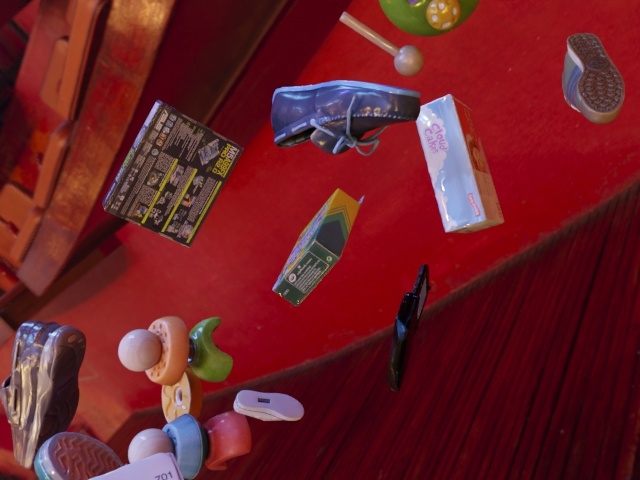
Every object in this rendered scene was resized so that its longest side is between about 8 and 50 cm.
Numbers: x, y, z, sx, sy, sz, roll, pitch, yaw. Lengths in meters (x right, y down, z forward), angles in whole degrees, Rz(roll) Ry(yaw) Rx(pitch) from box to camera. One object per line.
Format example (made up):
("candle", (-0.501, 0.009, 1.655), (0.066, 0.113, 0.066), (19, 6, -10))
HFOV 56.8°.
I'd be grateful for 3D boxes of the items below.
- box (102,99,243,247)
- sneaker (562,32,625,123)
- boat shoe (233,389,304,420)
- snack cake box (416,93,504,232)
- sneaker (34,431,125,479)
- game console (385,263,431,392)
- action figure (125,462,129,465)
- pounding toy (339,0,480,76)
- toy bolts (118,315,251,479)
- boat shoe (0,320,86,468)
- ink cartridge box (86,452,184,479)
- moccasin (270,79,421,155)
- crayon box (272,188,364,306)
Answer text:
("box", (-0.334, -0.147, 1.346), (0.216, 0.270, 0.060), (26, -174, -31))
("sneaker", (0.411, -0.226, 0.900), (0.064, 0.192, 0.086), (-4, 142, 10))
("boat shoe", (-0.074, 0.237, 0.832), (0.100, 0.035, 0.035), (13, 134, -16))
("snack cake box", (0.289, -0.152, 1.230), (0.089, 0.152, 0.264), (-18, 80, 30))
("sneaker", (-0.329, 0.406, 0.881), (0.121, 0.108, 0.302), (-28, 119, 10))
("game console", (0.226, 0.180, 1.449), (0.044, 0.361, 0.213), (13, 127, 14))
("action figure", (-0.378, 0.514, 1.123), (0.141, 0.164, 0.275), (15, 166, 27))
("pounding toy", (0.167, -0.388, 0.956), (0.183, 0.110, 0.237), (32, 119, -20))
("toy bolts", (-0.228, 0.249, 0.874), (0.218, 0.158, 0.228), (-50, 50, 33))
("boat shoe", (-0.590, 0.313, 1.237), (0.130, 0.132, 0.355), (24, 108, 9))
("ink cartridge box", (-0.184, 0.282, 0.502), (0.082, 0.139, 0.191), (54, 143, 34))
("moccasin", (0.037, -0.198, 0.998), (0.342, 0.137, 0.117), (14, 97, 56))
("crayon box", (0.000, 0.000, 1.558), (0.083, 0.323, 0.203), (35, 124, -7))
